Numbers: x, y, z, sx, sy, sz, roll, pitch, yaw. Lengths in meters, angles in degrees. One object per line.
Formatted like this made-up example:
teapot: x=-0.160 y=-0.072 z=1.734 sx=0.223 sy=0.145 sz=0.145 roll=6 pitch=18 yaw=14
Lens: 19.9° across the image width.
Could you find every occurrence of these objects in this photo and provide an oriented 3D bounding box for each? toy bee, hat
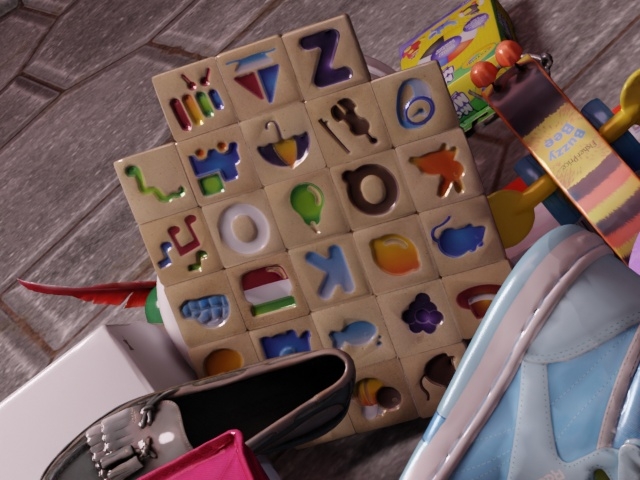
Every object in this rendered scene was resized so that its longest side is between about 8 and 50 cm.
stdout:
toy bee: x=0.183 y=-0.080 z=1.493 sx=0.298 sy=0.162 sz=0.195 roll=27 pitch=81 yaw=41
hat: x=-0.155 y=0.043 z=1.888 sx=0.208 sy=0.183 sz=0.173 roll=-46 pitch=24 yaw=-14

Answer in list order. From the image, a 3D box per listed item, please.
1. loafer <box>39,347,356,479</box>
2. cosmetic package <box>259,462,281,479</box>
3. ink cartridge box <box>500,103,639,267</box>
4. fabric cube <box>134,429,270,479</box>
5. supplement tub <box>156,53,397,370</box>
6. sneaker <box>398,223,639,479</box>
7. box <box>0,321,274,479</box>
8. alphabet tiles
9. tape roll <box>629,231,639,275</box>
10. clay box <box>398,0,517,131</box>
loafer: x=-0.094 y=0.144 z=1.415 sx=0.268 sy=0.096 sz=0.084 roll=-23 pitch=-15 yaw=-20
cosmetic package: x=-0.121 y=0.279 z=1.333 sx=0.225 sy=0.138 sz=0.224 roll=-37 pitch=-13 yaw=9
ink cartridge box: x=0.238 y=-0.065 z=1.651 sx=0.189 sy=0.066 sz=0.232 roll=-36 pitch=27 yaw=11
fabric cube: x=-0.074 y=0.318 z=1.051 sx=0.259 sy=0.258 sz=0.254 roll=-27 pitch=33 yaw=-2
supplement tub: x=-0.006 y=-0.020 z=1.688 sx=0.241 sy=0.241 sz=0.331 roll=-31 pitch=21 yaw=22
sneaker: x=0.173 y=0.172 z=1.227 sx=0.127 sy=0.208 sz=0.319 roll=-16 pitch=-47 yaw=-58
box: x=-0.242 y=0.237 z=1.583 sx=0.345 sy=0.168 sz=0.215 roll=-37 pitch=-9 yaw=8
alphabet tiles: x=0.000 y=0.000 z=1.493 sx=0.285 sy=0.342 sz=0.011 roll=-17 pitch=14 yaw=15
tape roll: x=0.359 y=-0.002 z=1.299 sx=0.275 sy=0.090 sz=0.275 roll=-33 pitch=23 yaw=16
clay box: x=0.155 y=-0.188 z=2.007 sx=0.127 sy=0.053 sz=0.222 roll=-34 pitch=22 yaw=15
